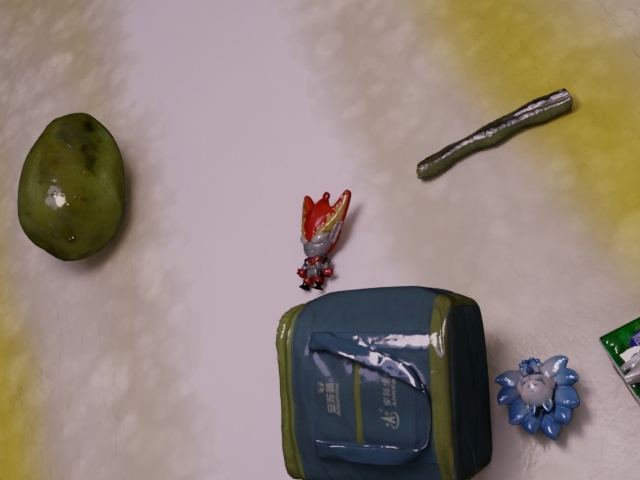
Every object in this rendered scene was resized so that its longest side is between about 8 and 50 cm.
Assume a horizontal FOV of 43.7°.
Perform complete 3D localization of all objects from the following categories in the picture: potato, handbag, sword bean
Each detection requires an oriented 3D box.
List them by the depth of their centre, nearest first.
[{"bbox_3d":[0.087,0.193,1.050,0.240,0.222,0.263,-6,89,25],"label":"handbag"},{"bbox_3d":[0.273,-0.168,1.279,0.269,0.038,0.043,-27,29,14],"label":"sword bean"},{"bbox_3d":[-0.484,-0.106,1.561,0.215,0.216,0.305,-17,65,20],"label":"potato"}]

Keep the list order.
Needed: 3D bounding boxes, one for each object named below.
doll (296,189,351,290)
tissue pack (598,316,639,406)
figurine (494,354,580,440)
[{"bbox_3d":[0.000,0.000,1.329,0.109,0.057,0.169,-5,75,46],"label":"doll"},{"bbox_3d":[0.458,0.132,0.934,0.209,0.156,0.148,-31,51,13],"label":"tissue pack"},{"bbox_3d":[0.286,0.208,1.034,0.114,0.079,0.114,-11,57,17],"label":"figurine"}]
